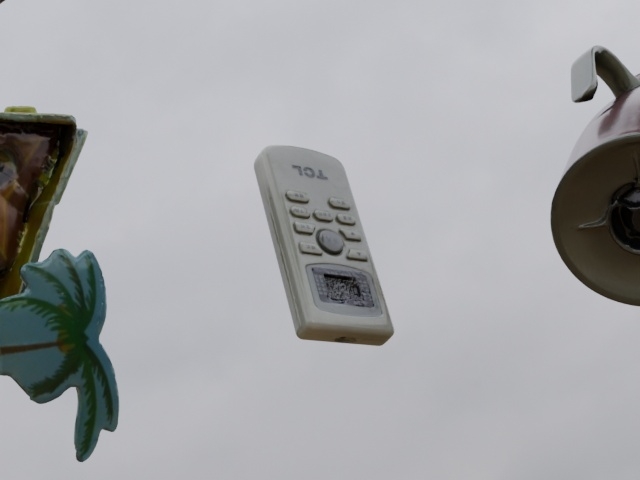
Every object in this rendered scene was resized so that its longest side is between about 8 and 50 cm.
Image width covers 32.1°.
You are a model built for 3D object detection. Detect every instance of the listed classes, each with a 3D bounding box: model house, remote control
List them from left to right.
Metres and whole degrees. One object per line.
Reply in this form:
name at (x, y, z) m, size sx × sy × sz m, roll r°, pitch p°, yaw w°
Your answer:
model house at (-0.346, 0.041, 0.956) m, size 0.300 × 0.340 × 0.323 m, roll -8°, pitch 26°, yaw 45°
remote control at (0.000, 0.000, 0.921) m, size 0.087 × 0.190 × 0.029 m, roll 9°, pitch -41°, yaw -32°

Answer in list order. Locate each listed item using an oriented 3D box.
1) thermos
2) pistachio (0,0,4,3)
thermos at (0.278, -0.078, 0.955) m, size 0.146 × 0.265 × 0.176 m, roll -38°, pitch -80°, yaw 31°
pistachio at (-0.335, -0.311, 1.075) m, size 0.165 × 0.210 × 0.130 m, roll 31°, pitch -9°, yaw 0°
